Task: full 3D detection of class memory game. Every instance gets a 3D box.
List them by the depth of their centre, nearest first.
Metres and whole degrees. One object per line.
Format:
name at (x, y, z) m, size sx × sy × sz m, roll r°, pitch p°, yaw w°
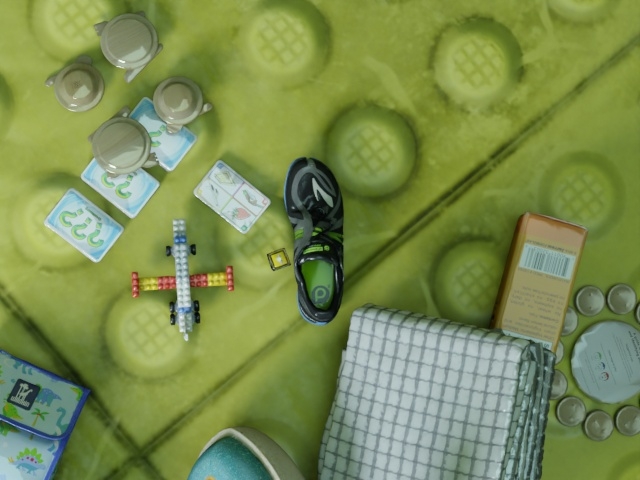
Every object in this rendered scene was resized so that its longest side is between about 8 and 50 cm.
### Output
memory game at (0.336, 0.140, 1.693) m, size 0.186 × 0.012 × 0.186 m, roll 0°, pitch 91°, yaw -8°

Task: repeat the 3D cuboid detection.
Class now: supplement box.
supplement box at (0.233, 0.089, 1.639) m, size 0.080 × 0.078 × 0.233 m, roll 17°, pitch 89°, yaw 3°

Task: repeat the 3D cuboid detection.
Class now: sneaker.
sneaker at (0.000, 0.000, 1.608) m, size 0.067 × 0.078 × 0.188 m, roll -5°, pitch 91°, yaw -8°

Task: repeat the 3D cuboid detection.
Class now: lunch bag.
lunch bag at (-0.333, 0.204, 1.560) m, size 0.128 × 0.096 × 0.151 m, roll 24°, pitch 73°, yaw -5°

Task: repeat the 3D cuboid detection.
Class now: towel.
towel at (0.121, 0.222, 1.559) m, size 0.235 × 0.121 × 0.284 m, roll 8°, pitch 87°, yaw 36°

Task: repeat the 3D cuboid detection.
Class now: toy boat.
toy boat at (-0.045, 0.326, 1.495) m, size 0.148 × 0.318 × 0.268 m, roll -11°, pitch 92°, yaw -42°

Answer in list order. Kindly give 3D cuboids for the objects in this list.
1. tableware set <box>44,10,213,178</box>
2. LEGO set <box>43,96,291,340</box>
tableware set at (-0.212, -0.160, 1.596) m, size 0.141 × 0.020 × 0.169 m, roll -36°, pitch 85°, yaw -7°
LEGO set at (-0.155, -0.015, 1.596) m, size 0.244 × 0.060 × 0.182 m, roll 39°, pitch 86°, yaw -3°
